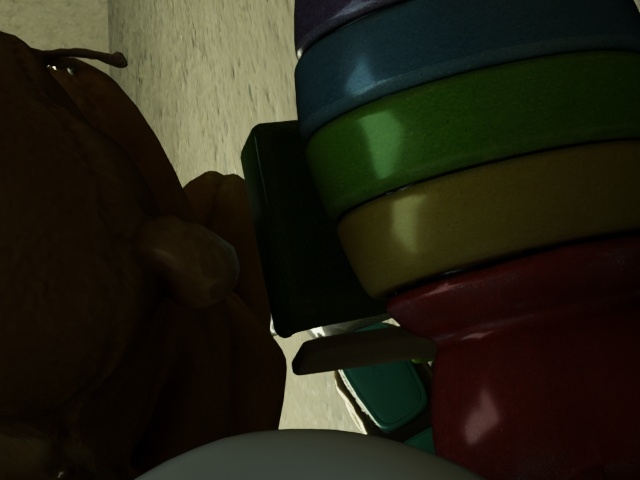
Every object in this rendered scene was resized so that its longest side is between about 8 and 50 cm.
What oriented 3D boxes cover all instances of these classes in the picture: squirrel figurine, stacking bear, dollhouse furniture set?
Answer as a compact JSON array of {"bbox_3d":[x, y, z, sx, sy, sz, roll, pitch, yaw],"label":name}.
[{"bbox_3d":[-0.126,0.095,0.801,0.370,0.281,0.396,115,147,-70],"label":"squirrel figurine"},{"bbox_3d":[0.081,-0.019,0.713,0.175,0.164,0.289,136,121,-75],"label":"stacking bear"},{"bbox_3d":[0.015,-0.091,0.918,0.197,0.151,0.301,116,144,-72],"label":"dollhouse furniture set"}]

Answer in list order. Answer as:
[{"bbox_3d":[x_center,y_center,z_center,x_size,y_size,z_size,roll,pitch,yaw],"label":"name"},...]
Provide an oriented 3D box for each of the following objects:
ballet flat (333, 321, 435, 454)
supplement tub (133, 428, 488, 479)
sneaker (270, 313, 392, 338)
[{"bbox_3d":[0.070,0.135,1.064,0.073,0.080,0.232,58,-174,-34],"label":"ballet flat"},{"bbox_3d":[0.028,0.232,0.678,0.331,0.241,0.241,55,-161,-61],"label":"supplement tub"},{"bbox_3d":[0.000,0.000,1.165,0.281,0.105,0.115,171,83,-73],"label":"sneaker"}]
